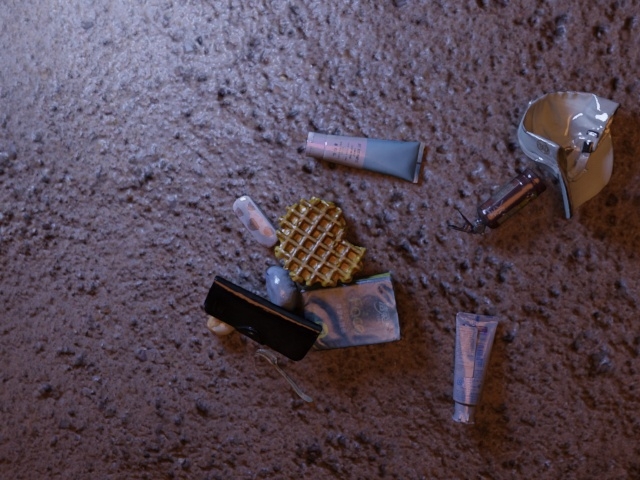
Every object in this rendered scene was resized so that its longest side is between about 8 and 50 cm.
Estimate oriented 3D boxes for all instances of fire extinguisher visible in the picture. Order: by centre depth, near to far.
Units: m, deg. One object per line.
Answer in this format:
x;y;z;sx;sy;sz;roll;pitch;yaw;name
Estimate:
0.454;-0.094;1.475;0.252;0.075;0.106;-40;79;13;fire extinguisher

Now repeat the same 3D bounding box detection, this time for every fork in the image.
-0.102;0.394;1.642;0.219;0.034;0.028;45;110;0;fork

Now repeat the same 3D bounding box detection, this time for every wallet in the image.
-0.166;0.218;1.532;0.318;0.045;0.172;28;134;-3;wallet

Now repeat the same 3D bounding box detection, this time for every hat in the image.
0.608;-0.209;1.408;0.258;0.168;0.301;-32;120;-24;hat

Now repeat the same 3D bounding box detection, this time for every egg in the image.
-0.287;0.240;1.625;0.083;0.071;0.071;-15;96;8;egg

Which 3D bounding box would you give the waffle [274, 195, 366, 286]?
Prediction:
0.000;0.000;1.527;0.249;0.056;0.253;0;78;1;waffle

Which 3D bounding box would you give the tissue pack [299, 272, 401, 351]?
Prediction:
0.086;0.198;1.562;0.257;0.081;0.185;-9;98;11;tissue pack

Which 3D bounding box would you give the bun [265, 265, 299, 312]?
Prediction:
-0.101;0.135;1.559;0.083;0.141;0.140;-17;96;-12;bun

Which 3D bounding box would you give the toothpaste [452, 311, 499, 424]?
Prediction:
0.414;0.350;1.551;0.114;0.073;0.299;7;92;7;toothpaste

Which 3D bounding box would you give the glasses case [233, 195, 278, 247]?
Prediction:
-0.180;-0.053;1.581;0.063;0.041;0.164;-37;91;12;glasses case

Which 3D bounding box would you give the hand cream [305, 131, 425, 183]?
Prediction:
0.119;-0.236;1.513;0.313;0.070;0.111;11;98;-2;hand cream
